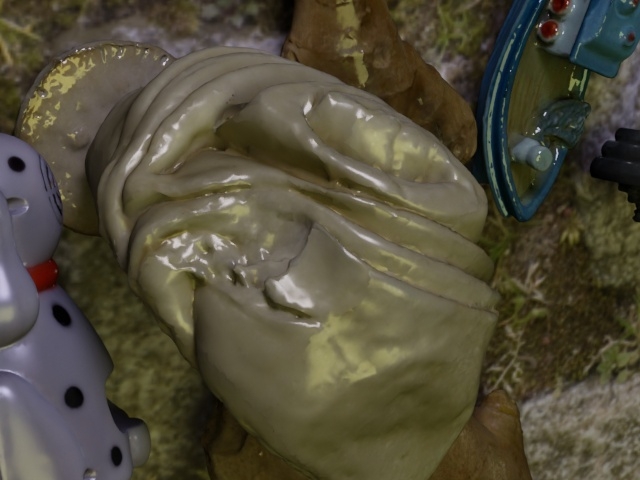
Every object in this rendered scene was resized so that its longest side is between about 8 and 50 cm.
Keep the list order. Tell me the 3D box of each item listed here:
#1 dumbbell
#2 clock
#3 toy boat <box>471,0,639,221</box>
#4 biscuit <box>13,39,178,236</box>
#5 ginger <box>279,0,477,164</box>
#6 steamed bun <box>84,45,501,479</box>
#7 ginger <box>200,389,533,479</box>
[{"bbox_3d":[0.304,-0.138,1.143,0.110,0.110,0.255,8,97,-31],"label":"dumbbell"},{"bbox_3d":[-0.224,0.046,0.875,0.189,0.189,0.254,-16,101,-24],"label":"clock"},{"bbox_3d":[0.193,-0.128,1.072,0.109,0.098,0.238,16,97,-42],"label":"toy boat"},{"bbox_3d":[-0.145,-0.071,0.954,0.152,0.020,0.152,-10,111,-27],"label":"biscuit"},{"bbox_3d":[0.021,-0.160,0.978,0.148,0.081,0.334,-33,124,-14],"label":"ginger"},{"bbox_3d":[-0.002,-0.002,0.875,0.203,0.289,0.276,-41,132,5],"label":"steamed bun"},{"bbox_3d":[0.061,0.157,1.118,0.375,0.166,0.236,24,57,-52],"label":"ginger"}]
